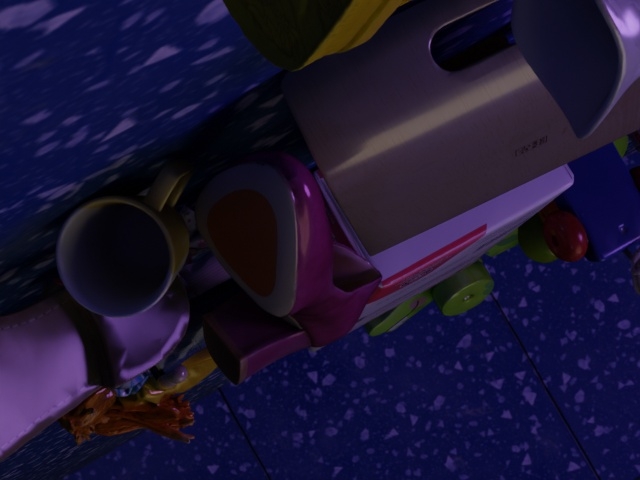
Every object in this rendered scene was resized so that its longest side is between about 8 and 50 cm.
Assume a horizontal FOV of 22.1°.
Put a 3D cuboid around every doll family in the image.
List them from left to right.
[{"bbox_3d":[-0.098,0.065,1.042,0.163,0.118,0.263,-32,173,-7],"label":"doll family"}]

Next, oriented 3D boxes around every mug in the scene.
[{"bbox_3d":[-0.090,0.000,0.850,0.078,0.062,0.064,-25,-176,15],"label":"mug"}]

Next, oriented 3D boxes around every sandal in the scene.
[{"bbox_3d":[-0.185,0.071,0.875,0.240,0.088,0.079,-22,-169,-38],"label":"sandal"}]

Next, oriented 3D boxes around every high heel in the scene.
[{"bbox_3d":[0.000,0.000,0.887,0.117,0.082,0.244,-33,158,-20],"label":"high heel"}]

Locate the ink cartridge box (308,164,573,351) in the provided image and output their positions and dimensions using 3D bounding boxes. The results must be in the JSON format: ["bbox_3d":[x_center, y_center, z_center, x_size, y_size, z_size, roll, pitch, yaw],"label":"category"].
[{"bbox_3d":[0.063,-0.015,1.247,0.172,0.100,0.237,-28,173,-18],"label":"ink cartridge box"}]

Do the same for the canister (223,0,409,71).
[{"bbox_3d":[0.056,-0.123,0.437,0.170,0.073,0.126,-29,175,-19],"label":"canister"}]

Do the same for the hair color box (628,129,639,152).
[{"bbox_3d":[0.269,-0.138,1.247,0.053,0.093,0.167,-28,173,-18],"label":"hair color box"}]

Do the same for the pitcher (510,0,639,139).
[{"bbox_3d":[0.184,-0.149,0.690,0.207,0.125,0.178,-25,152,-4],"label":"pitcher"}]

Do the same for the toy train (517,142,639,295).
[{"bbox_3d":[0.209,-0.008,1.329,0.105,0.248,0.143,-28,178,-22],"label":"toy train"}]

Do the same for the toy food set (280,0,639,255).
[{"bbox_3d":[0.098,-0.092,0.927,0.219,0.092,0.306,-25,169,3],"label":"toy food set"}]

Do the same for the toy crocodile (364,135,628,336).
[{"bbox_3d":[0.165,-0.020,1.662,0.340,0.115,0.105,-34,154,19],"label":"toy crocodile"}]
